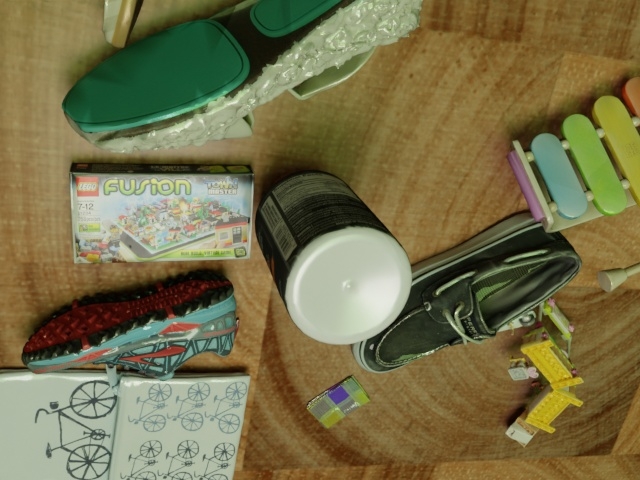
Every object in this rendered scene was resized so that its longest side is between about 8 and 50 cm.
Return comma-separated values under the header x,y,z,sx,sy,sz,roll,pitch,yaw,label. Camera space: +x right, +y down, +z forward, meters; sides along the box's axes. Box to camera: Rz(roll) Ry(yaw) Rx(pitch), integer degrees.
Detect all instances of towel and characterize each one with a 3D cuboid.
x,y,z,sx,sy,sz,roll,pitch,yaw,label
0.027,0.241,1.010,0.083,0.009,0.060,-33,118,1,towel

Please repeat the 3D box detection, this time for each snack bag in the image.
x,y,z,sx,sy,sz,roll,pitch,yaw,label
-0.285,0.310,0.941,0.342,0.037,0.323,6,113,-18,snack bag

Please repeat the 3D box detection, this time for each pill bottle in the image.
x,y,z,sx,sy,sz,roll,pitch,yaw,label
0.000,0.000,0.756,0.130,0.246,0.130,-6,114,-13,pill bottle

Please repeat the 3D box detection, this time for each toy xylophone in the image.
x,y,z,sx,sy,sz,roll,pitch,yaw,label
0.405,-0.082,0.870,0.322,0.081,0.236,-26,77,-9,toy xylophone

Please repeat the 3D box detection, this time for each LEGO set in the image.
x,y,z,sx,sy,sz,roll,pitch,yaw,label
0.336,0.191,1.044,0.132,0.107,0.287,-4,127,25,LEGO set

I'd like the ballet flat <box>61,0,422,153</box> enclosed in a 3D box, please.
x,y,z,sx,sy,sz,roll,pitch,yaw,label
-0.061,-0.182,0.726,0.409,0.147,0.147,-28,119,-1,ballet flat

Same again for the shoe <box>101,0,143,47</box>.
x,y,z,sx,sy,sz,roll,pitch,yaw,label
-0.193,-0.301,0.663,0.058,0.076,0.219,11,103,-10,shoe

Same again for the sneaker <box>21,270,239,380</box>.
x,y,z,sx,sy,sz,roll,pitch,yaw,label
-0.225,0.133,0.838,0.261,0.104,0.125,-13,119,-9,sneaker

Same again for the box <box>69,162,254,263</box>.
x,y,z,sx,sy,sz,roll,pitch,yaw,label
-0.185,-0.032,0.808,0.207,0.036,0.114,-2,114,-15,box

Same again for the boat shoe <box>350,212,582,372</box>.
x,y,z,sx,sy,sz,roll,pitch,yaw,label
0.192,0.081,0.918,0.335,0.119,0.121,-36,118,3,boat shoe
